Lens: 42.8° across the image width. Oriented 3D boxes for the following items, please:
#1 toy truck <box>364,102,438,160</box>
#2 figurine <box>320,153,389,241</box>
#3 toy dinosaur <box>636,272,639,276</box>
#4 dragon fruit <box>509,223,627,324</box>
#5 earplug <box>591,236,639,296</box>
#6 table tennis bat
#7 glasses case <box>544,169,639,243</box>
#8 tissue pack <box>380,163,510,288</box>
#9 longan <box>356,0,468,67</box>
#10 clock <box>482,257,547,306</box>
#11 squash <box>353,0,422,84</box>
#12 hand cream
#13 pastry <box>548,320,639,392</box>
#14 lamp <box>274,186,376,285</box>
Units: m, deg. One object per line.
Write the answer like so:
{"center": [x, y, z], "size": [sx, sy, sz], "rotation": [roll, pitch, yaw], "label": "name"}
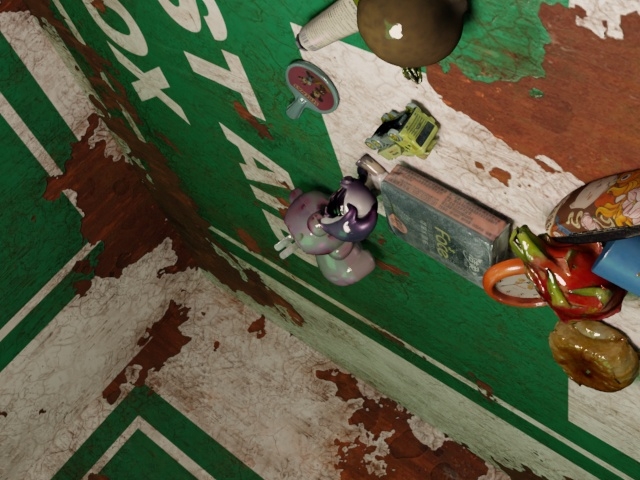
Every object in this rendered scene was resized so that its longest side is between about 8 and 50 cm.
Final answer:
{"center": [0.185, -0.222, 1.788], "size": [0.116, 0.085, 0.191], "rotation": [36, 166, -15], "label": "toy truck"}
{"center": [0.097, -0.090, 2.049], "size": [0.145, 0.222, 0.145], "rotation": [31, 160, 13], "label": "figurine"}
{"center": [0.636, 0.018, 1.399], "size": [0.126, 0.039, 0.161], "rotation": [27, 115, 21], "label": "toy dinosaur"}
{"center": [0.507, 0.054, 1.669], "size": [0.269, 0.198, 0.200], "rotation": [44, -155, 7], "label": "dragon fruit"}
{"center": [0.651, 0.074, 1.491], "size": [0.273, 0.132, 0.132], "rotation": [33, 160, 12], "label": "earplug"}
{"center": [-0.033, -0.356, 1.996], "size": [0.153, 0.040, 0.244], "rotation": [42, 157, -5], "label": "table tennis bat"}
{"center": [0.519, -0.058, 1.443], "size": [0.082, 0.122, 0.321], "rotation": [44, 161, -12], "label": "glasses case"}
{"center": [0.298, -0.034, 1.954], "size": [0.316, 0.103, 0.228], "rotation": [32, 161, 27], "label": "tissue pack"}
{"center": [0.162, -0.383, 1.380], "size": [0.185, 0.159, 0.204], "rotation": [38, 134, -26], "label": "longan"}
{"center": [0.475, 0.094, 1.868], "size": [0.205, 0.051, 0.205], "rotation": [5, 151, 3], "label": "clock"}
{"center": [0.109, -0.428, 1.495], "size": [0.318, 0.071, 0.080], "rotation": [55, 166, -28], "label": "squash"}
{"center": [0.033, -0.440, 1.654], "size": [0.095, 0.059, 0.276], "rotation": [49, 155, -19], "label": "hand cream"}
{"center": [0.652, 0.275, 1.962], "size": [0.219, 0.100, 0.229], "rotation": [34, 159, 20], "label": "pastry"}
{"center": [0.000, 0.000, 2.400], "size": [0.301, 0.248, 0.247], "rotation": [55, -177, -35], "label": "lamp"}
